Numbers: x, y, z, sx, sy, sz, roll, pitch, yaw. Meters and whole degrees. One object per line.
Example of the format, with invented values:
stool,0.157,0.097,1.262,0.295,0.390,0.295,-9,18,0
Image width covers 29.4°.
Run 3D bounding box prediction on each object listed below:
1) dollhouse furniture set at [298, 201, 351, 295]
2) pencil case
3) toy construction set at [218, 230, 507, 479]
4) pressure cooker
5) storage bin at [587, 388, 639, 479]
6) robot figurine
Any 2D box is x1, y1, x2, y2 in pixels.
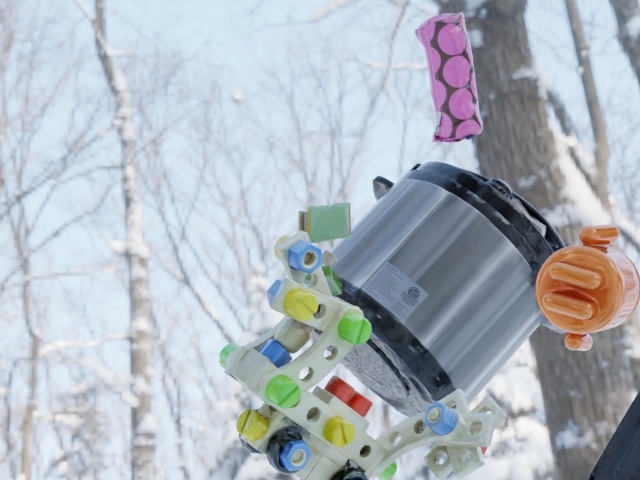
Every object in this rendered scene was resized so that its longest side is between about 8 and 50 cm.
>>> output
dollhouse furniture set,0.000,0.000,1.696,0.076,0.152,0.058,-10,-32,16
pencil case,0.207,-0.264,1.996,0.098,0.209,0.095,-15,7,-30
toy construction set,0.031,0.162,1.285,0.327,0.215,0.151,38,-9,-22
pressure cooker,0.220,0.071,2.145,0.370,0.420,0.375,49,-17,-18
storage bin,0.413,0.251,1.445,0.122,0.180,0.084,31,6,24
robot figurine,0.386,0.067,1.743,0.128,0.158,0.219,-27,-13,25
